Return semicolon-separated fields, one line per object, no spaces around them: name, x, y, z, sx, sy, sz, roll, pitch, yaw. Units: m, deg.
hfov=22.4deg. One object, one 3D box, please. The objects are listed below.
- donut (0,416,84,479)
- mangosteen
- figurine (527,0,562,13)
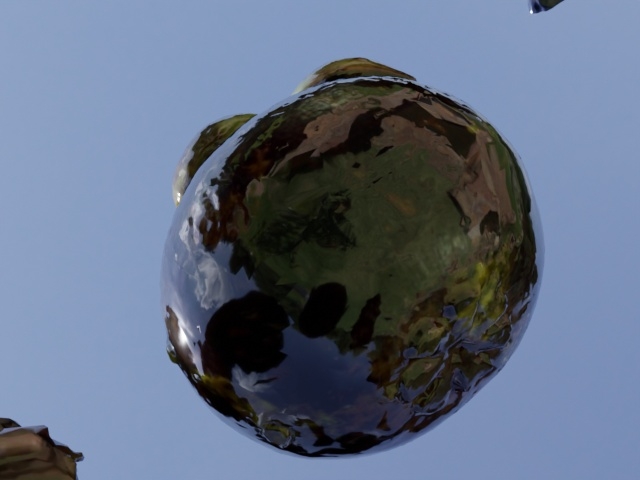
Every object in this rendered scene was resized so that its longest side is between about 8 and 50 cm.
donut;-0.205;0.182;0.720;0.259;0.345;0.136;-13;-109;-8
mangosteen;0.000;0.000;0.797;0.192;0.192;0.217;0;-152;-40
figurine;0.087;-0.223;0.951;0.195;0.102;0.111;37;-175;29
